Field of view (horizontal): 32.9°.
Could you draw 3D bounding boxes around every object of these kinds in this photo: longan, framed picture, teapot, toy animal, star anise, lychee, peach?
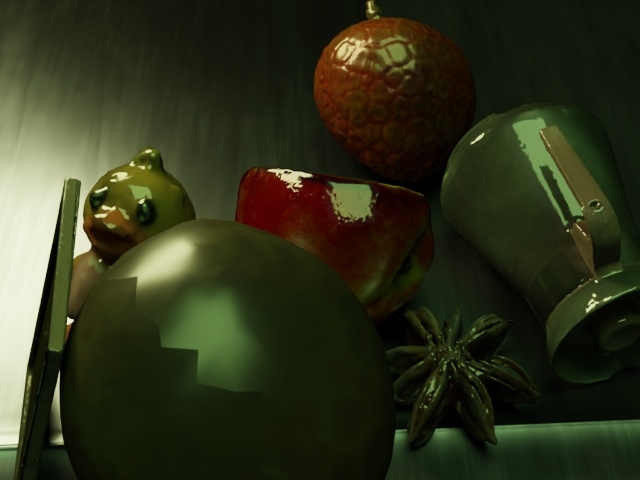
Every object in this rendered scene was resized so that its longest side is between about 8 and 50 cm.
[{"bbox_3d":[-0.090,0.169,1.136,0.336,0.404,0.404,-23,45,11],"label":"longan"},{"bbox_3d":[-0.307,0.132,1.203,0.022,0.335,0.247,8,43,-16],"label":"framed picture"},{"bbox_3d":[0.325,-0.016,1.440,0.253,0.300,0.344,-22,52,-3],"label":"teapot"},{"bbox_3d":[-0.236,0.019,1.380,0.195,0.281,0.169,17,25,13],"label":"toy animal"},{"bbox_3d":[0.169,0.162,1.390,0.229,0.093,0.236,-28,49,-22],"label":"star anise"},{"bbox_3d":[0.113,-0.235,1.683,0.255,0.255,0.300,-3,55,-8],"label":"lychee"},{"bbox_3d":[0.000,0.000,1.431,0.275,0.248,0.245,23,69,29],"label":"peach"}]
